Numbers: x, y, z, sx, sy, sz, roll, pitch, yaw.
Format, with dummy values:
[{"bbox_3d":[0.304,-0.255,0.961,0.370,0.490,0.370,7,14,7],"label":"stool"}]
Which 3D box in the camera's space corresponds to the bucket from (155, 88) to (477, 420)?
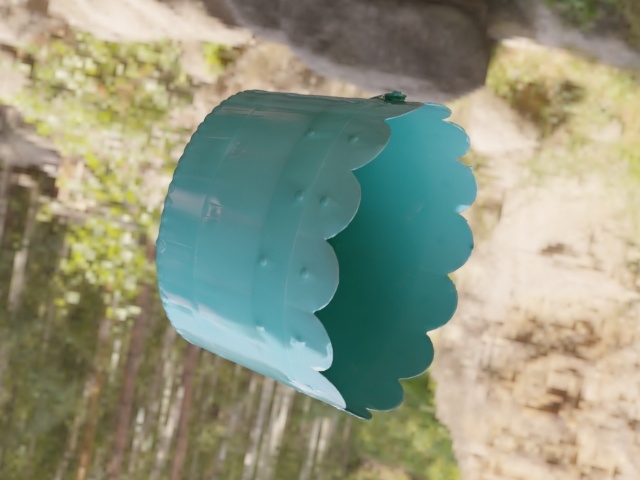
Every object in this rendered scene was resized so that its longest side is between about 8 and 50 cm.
[{"bbox_3d":[0.000,0.000,1.253,0.183,0.281,0.281,15,-174,28],"label":"bucket"}]
